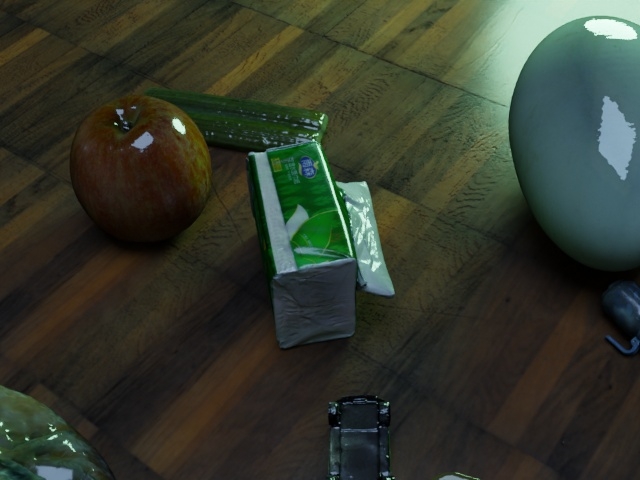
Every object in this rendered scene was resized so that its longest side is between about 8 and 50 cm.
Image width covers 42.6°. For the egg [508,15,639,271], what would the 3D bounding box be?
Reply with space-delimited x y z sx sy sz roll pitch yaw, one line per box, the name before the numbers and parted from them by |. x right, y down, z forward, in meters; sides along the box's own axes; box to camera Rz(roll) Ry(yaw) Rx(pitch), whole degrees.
egg | 0.356 -0.126 1.036 0.230 0.230 0.370 0 56 6

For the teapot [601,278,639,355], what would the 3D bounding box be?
teapot | 0.363 0.089 0.960 0.064 0.049 0.083 -21 50 -13

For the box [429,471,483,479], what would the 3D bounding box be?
box | 0.176 0.316 0.748 0.201 0.090 0.144 13 51 16

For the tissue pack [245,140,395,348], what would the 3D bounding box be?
tissue pack | 0.000 -0.002 1.010 0.156 0.148 0.209 -10 48 -4

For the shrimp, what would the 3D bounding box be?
shrimp | -0.271 0.275 0.812 0.446 0.110 0.221 33 23 21

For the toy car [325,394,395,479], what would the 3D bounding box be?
toy car | 0.041 0.239 0.847 0.071 0.062 0.165 -1 48 3

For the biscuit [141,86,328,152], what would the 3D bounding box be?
biscuit | -0.148 -0.187 1.264 0.323 0.038 0.099 12 53 15

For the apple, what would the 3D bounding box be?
apple | -0.241 -0.098 1.102 0.188 0.173 0.188 -4 47 5
